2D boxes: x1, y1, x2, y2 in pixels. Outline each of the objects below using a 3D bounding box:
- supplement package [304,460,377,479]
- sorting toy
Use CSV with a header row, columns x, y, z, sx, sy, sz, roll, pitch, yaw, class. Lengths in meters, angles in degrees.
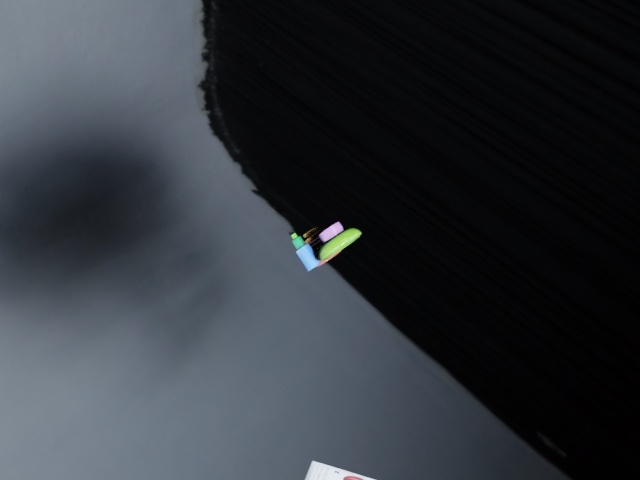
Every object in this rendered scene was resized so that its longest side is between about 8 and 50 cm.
x,y,z,sx,sy,sz,roll,pitch,yaw,class
0.045,0.544,1.178,0.194,0.203,0.149,-57,157,-60,supplement package
0.000,0.000,0.691,0.061,0.042,0.102,-32,176,-22,sorting toy
